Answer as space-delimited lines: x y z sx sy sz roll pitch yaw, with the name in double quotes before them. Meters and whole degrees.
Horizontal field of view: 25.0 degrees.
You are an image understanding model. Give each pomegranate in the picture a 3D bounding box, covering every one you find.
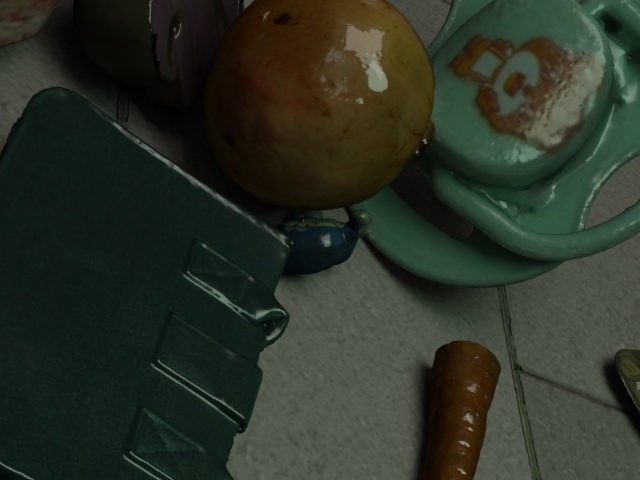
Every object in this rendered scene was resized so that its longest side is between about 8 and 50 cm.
"pomegranate" 0.000 -0.113 1.150 0.191 0.191 0.191 26 41 -25

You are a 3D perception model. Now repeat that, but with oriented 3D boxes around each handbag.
"handbag" -0.145 0.063 0.946 0.238 0.089 0.326 34 37 -16

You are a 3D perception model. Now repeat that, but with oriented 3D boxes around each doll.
"doll" 0.000 0.000 1.165 0.083 0.076 0.050 -16 104 -57

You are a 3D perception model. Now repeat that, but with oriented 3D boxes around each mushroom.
"mushroom" -0.135 -0.192 1.175 0.117 0.141 0.188 17 26 19

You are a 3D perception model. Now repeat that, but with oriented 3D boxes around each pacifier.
"pacifier" 0.193 -0.088 1.304 0.288 0.343 0.269 42 -4 22

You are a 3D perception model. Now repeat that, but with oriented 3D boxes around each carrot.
"carrot" 0.100 0.173 1.111 0.057 0.057 0.224 33 42 -16

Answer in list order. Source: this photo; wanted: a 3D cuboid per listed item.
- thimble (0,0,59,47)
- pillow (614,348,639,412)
"thimble" -0.275 -0.263 1.069 0.239 0.162 0.239 26 38 -22
"pillow" 0.351 0.194 1.344 0.130 0.033 0.217 4 53 -46
